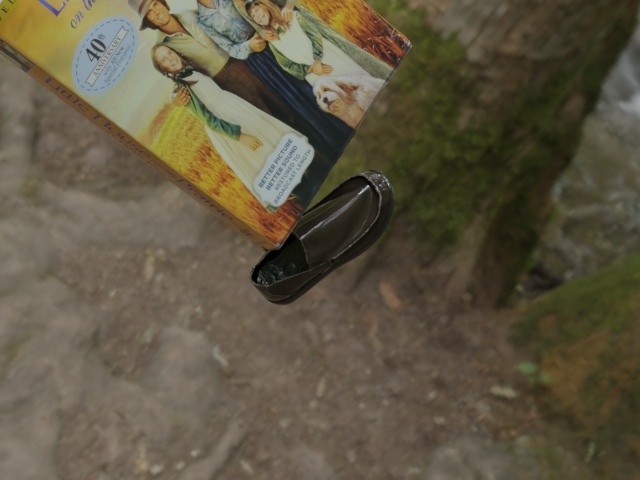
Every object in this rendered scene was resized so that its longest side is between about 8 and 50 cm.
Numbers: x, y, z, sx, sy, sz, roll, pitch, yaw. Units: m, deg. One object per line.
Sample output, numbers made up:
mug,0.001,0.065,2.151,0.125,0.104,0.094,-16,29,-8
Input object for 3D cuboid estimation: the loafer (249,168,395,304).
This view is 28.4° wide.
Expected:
loafer,0.000,0.000,1.530,0.080,0.220,0.078,50,16,20

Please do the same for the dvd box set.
dvd box set,-0.135,-0.231,1.403,0.420,0.062,0.307,38,73,-18
